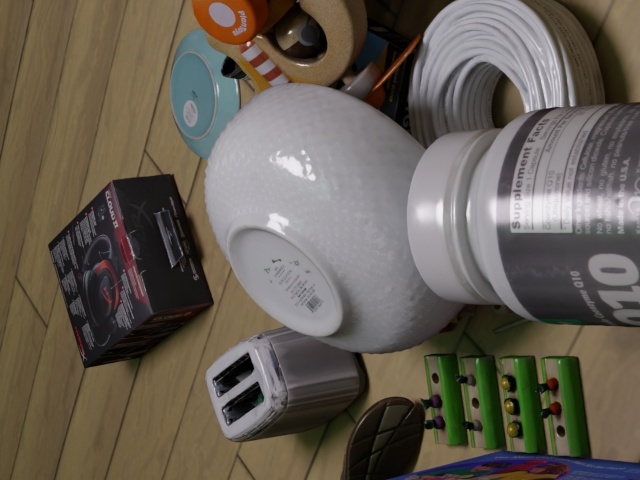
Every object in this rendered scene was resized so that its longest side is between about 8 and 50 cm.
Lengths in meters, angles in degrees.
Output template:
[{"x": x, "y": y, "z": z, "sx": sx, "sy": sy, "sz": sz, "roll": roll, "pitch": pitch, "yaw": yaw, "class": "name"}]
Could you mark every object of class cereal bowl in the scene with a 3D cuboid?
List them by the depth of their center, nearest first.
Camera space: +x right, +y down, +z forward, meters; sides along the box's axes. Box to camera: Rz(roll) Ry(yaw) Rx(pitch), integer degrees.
[{"x": 0.000, "y": 0.000, "z": 1.656, "sx": 0.339, "sy": 0.141, "sz": 0.339, "roll": 29, "pitch": 145, "yaw": 23, "class": "cereal bowl"}]

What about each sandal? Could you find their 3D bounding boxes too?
[{"x": 0.067, "y": 0.280, "z": 1.904, "sx": 0.060, "sy": 0.090, "sz": 0.219, "roll": -110, "pitch": 23, "yaw": -54, "class": "sandal"}]

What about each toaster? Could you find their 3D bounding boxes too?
[{"x": -0.047, "y": 0.182, "z": 1.968, "sx": 0.227, "sy": 0.146, "sz": 0.129, "roll": -37, "pitch": 68, "yaw": 51, "class": "toaster"}]

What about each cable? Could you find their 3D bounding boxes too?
[{"x": 0.197, "y": -0.137, "z": 1.610, "sx": 0.257, "sy": 0.089, "sz": 0.257, "roll": -34, "pitch": 69, "yaw": 51, "class": "cable"}]

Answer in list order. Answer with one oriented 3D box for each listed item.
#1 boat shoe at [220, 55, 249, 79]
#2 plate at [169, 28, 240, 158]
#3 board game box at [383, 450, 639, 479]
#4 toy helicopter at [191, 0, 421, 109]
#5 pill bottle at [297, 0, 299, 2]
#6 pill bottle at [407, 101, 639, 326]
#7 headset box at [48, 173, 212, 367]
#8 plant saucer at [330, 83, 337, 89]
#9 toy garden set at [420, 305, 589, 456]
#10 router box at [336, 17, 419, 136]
[{"x": -0.090, "y": -0.263, "z": 2.024, "sx": 0.142, "sy": 0.040, "sz": 0.049, "roll": -53, "pitch": 55, "yaw": 46, "class": "boat shoe"}, {"x": -0.175, "y": -0.209, "z": 2.170, "sx": 0.188, "sy": 0.024, "sz": 0.188, "roll": 15, "pitch": 109, "yaw": 51, "class": "plate"}, {"x": 0.222, "y": 0.283, "z": 1.539, "sx": 0.347, "sy": 0.233, "sz": 0.078, "roll": -5, "pitch": 93, "yaw": 55, "class": "board game box"}, {"x": -0.026, "y": -0.182, "z": 1.729, "sx": 0.235, "sy": 0.140, "sz": 0.355, "roll": 25, "pitch": 141, "yaw": 8, "class": "toy helicopter"}, {"x": 0.024, "y": -0.370, "z": 1.738, "sx": 0.152, "sy": 0.152, "sz": 0.272, "roll": 59, "pitch": 137, "yaw": 28, "class": "pill bottle"}, {"x": 0.271, "y": -0.023, "z": 1.372, "sx": 0.361, "sy": 0.204, "sz": 0.204, "roll": 0, "pitch": 97, "yaw": 42, "class": "pill bottle"}, {"x": -0.290, "y": 0.044, "z": 2.309, "sx": 0.293, "sy": 0.110, "sz": 0.218, "roll": -37, "pitch": 67, "yaw": 51, "class": "headset box"}, {"x": -0.025, "y": -0.197, "z": 1.898, "sx": 0.188, "sy": 0.045, "sz": 0.188, "roll": -105, "pitch": 25, "yaw": -43, "class": "plant saucer"}, {"x": 0.188, "y": 0.140, "z": 1.714, "sx": 0.244, "sy": 0.049, "sz": 0.203, "roll": -6, "pitch": 93, "yaw": 55, "class": "toy garden set"}, {"x": 0.066, "y": -0.165, "z": 1.821, "sx": 0.133, "sy": 0.046, "sz": 0.178, "roll": 36, "pitch": 125, "yaw": 46, "class": "router box"}]
